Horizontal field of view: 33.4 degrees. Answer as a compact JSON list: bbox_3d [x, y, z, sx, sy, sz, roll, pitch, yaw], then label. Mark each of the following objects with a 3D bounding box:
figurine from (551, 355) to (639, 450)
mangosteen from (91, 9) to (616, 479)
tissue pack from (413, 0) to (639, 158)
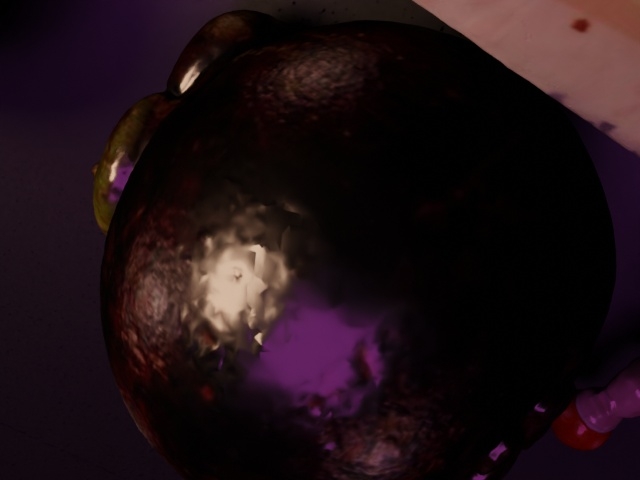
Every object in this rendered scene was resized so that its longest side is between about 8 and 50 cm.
[{"bbox_3d":[0.283,0.099,0.648,0.176,0.186,0.287,57,139,6],"label":"figurine"},{"bbox_3d":[0.015,0.001,0.606,0.296,0.314,0.297,-12,153,-6],"label":"mangosteen"},{"bbox_3d":[0.194,-0.147,0.477,0.343,0.125,0.242,31,140,-21],"label":"tissue pack"}]
